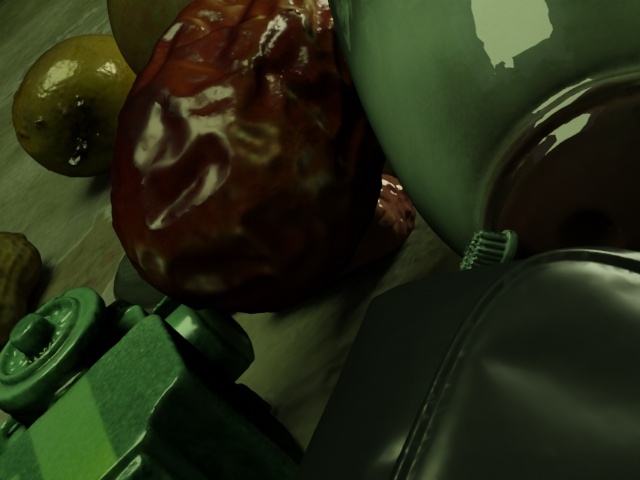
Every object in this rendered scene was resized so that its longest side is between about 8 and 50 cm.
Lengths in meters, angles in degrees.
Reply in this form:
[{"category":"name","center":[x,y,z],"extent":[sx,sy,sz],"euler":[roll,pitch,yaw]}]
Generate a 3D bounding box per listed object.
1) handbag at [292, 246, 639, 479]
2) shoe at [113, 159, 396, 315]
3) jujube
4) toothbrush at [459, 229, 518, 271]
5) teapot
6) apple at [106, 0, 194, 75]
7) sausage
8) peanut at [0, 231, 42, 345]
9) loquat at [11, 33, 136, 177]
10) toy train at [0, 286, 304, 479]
[{"category":"handbag","center":[0.083,0.129,0.483],"extent":[0.275,0.178,0.302],"euler":[-19,34,48]},{"category":"shoe","center":[-0.066,-0.072,1.098],"extent":[0.336,0.171,0.132],"euler":[-36,24,19]},{"category":"jujube","center":[-0.042,-0.065,0.901],"extent":[0.174,0.174,0.250],"euler":[-27,36,36]},{"category":"toothbrush","center":[0.052,0.075,0.686],"extent":[0.016,0.019,0.219],"euler":[-95,18,-46]},{"category":"teapot","center":[0.147,-0.122,0.709],"extent":[0.312,0.233,0.315],"euler":[-101,30,-47]},{"category":"apple","center":[-0.069,-0.236,1.317],"extent":[0.257,0.257,0.234],"euler":[-73,5,-49]},{"category":"sausage","center":[0.000,0.000,1.003],"extent":[0.154,0.062,0.062],"euler":[-26,29,37]},{"category":"peanut","center":[-0.338,0.050,1.484],"extent":[0.089,0.089,0.193],"euler":[-35,20,22]},{"category":"loquat","center":[-0.262,-0.155,1.616],"extent":[0.172,0.149,0.204],"euler":[-42,11,17]},{"category":"toy train","center":[-0.155,0.163,0.865],"extent":[0.299,0.167,0.238],"euler":[-46,28,1]}]
